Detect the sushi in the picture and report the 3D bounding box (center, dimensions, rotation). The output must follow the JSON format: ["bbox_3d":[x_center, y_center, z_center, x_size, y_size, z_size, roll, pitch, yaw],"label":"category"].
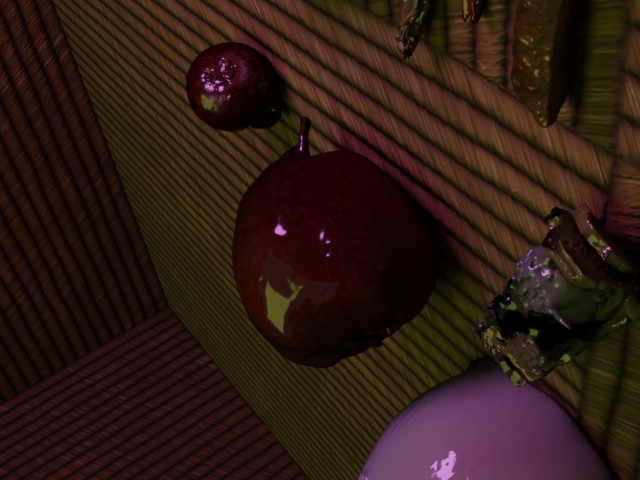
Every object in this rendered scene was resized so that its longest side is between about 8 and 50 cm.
[{"bbox_3d":[0.264,0.079,0.991,0.139,0.131,0.291,53,152,22],"label":"sushi"}]

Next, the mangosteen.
[{"bbox_3d":[-0.150,-0.240,1.500,0.156,0.146,0.181,51,159,16],"label":"mangosteen"}]

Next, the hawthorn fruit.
[{"bbox_3d":[0.003,0.022,1.298,0.325,0.308,0.308,41,156,17],"label":"hawthorn fruit"}]

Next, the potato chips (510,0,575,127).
[{"bbox_3d":[0.211,-0.256,0.733,0.080,0.057,0.407,36,153,21],"label":"potato chips"}]

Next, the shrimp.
[{"bbox_3d":[0.128,-0.255,0.972,0.124,0.034,0.178,43,146,33],"label":"shrimp"}]

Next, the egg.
[{"bbox_3d":[0.202,0.398,1.291,0.354,0.340,0.354,50,160,25],"label":"egg"}]
